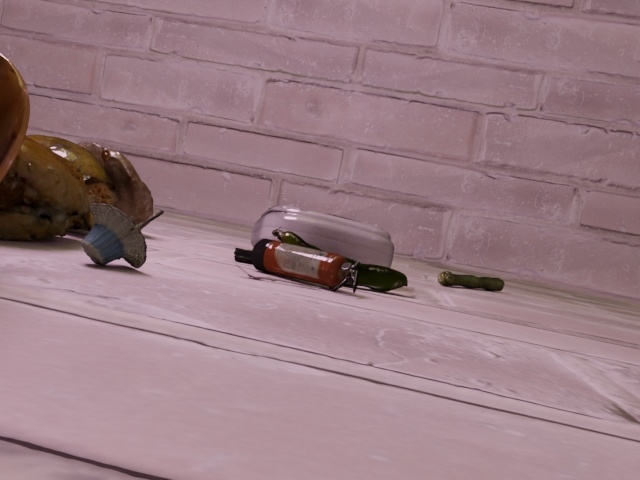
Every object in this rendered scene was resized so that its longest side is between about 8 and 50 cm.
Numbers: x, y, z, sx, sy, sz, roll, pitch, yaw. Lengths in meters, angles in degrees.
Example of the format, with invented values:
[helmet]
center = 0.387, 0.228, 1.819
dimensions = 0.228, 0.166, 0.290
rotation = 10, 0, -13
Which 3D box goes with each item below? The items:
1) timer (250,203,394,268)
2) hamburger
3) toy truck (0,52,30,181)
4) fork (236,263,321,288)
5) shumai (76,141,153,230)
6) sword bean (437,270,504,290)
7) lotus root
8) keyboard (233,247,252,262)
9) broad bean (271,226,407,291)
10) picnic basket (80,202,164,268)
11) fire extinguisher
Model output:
[timer]
center = 0.000, 0.000, 1.045
dimensions = 0.236, 0.087, 0.262
rotation = 12, -6, -13
[hamburger]
center = -0.424, -0.078, 0.665
dimensions = 0.308, 0.133, 0.211
rotation = 12, -1, -23
[toy truck]
center = -0.359, -0.111, 0.406
dimensions = 0.288, 0.204, 0.211
rotation = 32, -5, 15
[fork]
center = -0.055, 0.051, 0.742
dimensions = 0.115, 0.012, 0.016
rotation = 15, 5, -11
[shumai]
center = -0.408, -0.080, 1.043
dimensions = 0.201, 0.120, 0.201
rotation = 25, -36, 20
[sword bean]
center = 0.361, 0.099, 1.375
dimensions = 0.043, 0.038, 0.269
rotation = -21, -21, 40
[lotus root]
center = -0.405, -0.086, 0.890
dimensions = 0.278, 0.154, 0.154
rotation = 20, 6, 36
[keyboard]
center = -0.049, 0.042, 0.961
dimensions = 0.195, 0.018, 0.060
rotation = 11, 8, -8
[broad bean]
center = 0.029, 0.034, 0.875
dimensions = 0.226, 0.039, 0.069
rotation = 24, 37, -3
[picnic basket]
center = -0.212, -0.009, 0.607
dimensions = 0.065, 0.083, 0.083
rotation = -8, 31, 48
[fire extinguisher]
center = -0.017, 0.037, 0.798
dimensions = 0.177, 0.050, 0.062
rotation = 11, 43, 34
